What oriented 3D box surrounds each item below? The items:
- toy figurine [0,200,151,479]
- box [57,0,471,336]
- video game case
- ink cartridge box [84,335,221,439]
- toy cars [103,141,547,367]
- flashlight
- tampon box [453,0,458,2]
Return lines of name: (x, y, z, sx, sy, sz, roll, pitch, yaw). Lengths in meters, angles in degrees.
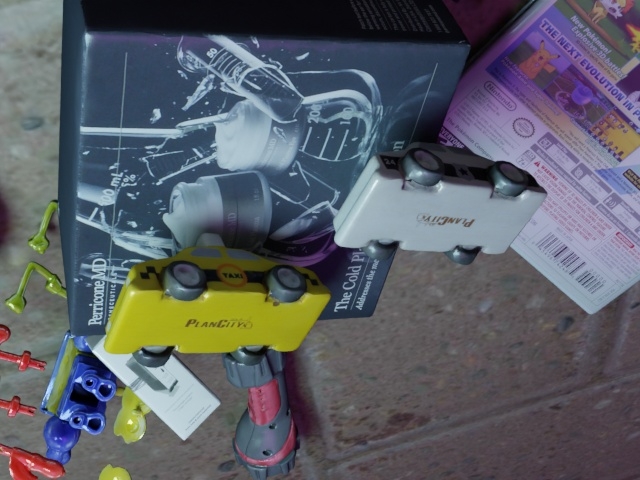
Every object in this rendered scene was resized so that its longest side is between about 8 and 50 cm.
toy figurine: (-0.299, 0.138, 1.088, 0.191, 0.217, 0.362, 17, 86, -18)
box: (-0.078, -0.090, 0.859, 0.313, 0.178, 0.343, -2, 135, -18)
video game case: (0.298, -0.106, 1.001, 0.329, 0.036, 0.300, 39, 118, -15)
ink cartridge box: (-0.178, 0.135, 0.961, 0.056, 0.099, 0.135, -46, 104, -12)
toy cars: (0.000, 0.000, 0.793, 0.394, 0.087, 0.176, -25, 143, -1)
flashlight: (-0.088, 0.226, 1.289, 0.103, 0.103, 0.304, -12, 141, -5)
tampon box: (0.109, -0.305, 0.756, 0.121, 0.101, 0.161, 18, 127, -37)
